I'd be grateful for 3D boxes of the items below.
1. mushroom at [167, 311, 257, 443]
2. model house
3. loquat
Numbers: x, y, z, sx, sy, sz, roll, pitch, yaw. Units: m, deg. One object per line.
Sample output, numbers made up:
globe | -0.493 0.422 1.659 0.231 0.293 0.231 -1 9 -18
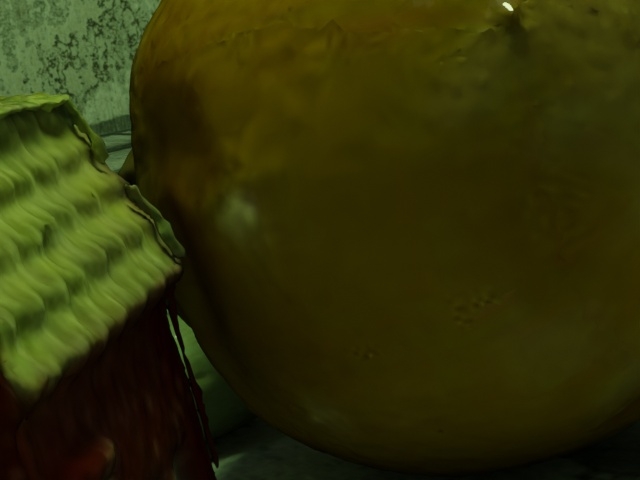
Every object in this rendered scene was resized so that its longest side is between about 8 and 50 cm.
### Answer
mushroom | -0.125 0.094 0.878 0.312 0.081 0.100 -21 11 -30
model house | -0.148 0.054 0.620 0.160 0.254 0.196 -11 9 16
loquat | 0.058 -0.042 0.767 0.328 0.328 0.328 -9 10 2
